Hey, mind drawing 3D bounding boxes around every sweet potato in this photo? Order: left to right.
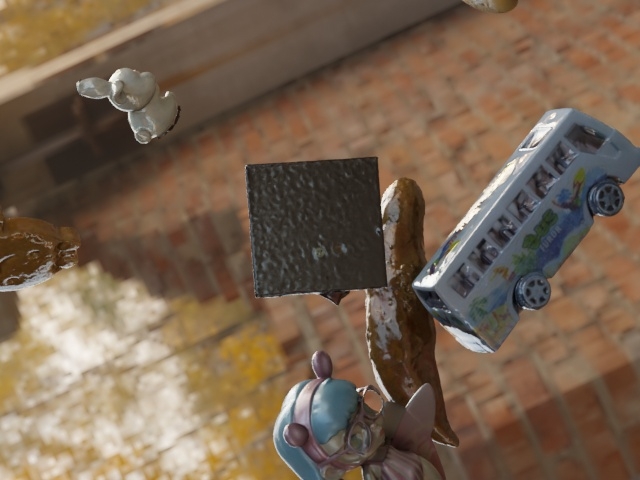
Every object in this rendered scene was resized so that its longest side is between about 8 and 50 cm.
[{"bbox_3d":[0.103,0.094,2.167,0.095,0.106,0.355,151,112,-70],"label":"sweet potato"}]

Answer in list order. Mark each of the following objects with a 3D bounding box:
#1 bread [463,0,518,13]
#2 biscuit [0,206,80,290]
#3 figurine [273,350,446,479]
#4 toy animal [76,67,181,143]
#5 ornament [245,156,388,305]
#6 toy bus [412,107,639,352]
[{"bbox_3d":[0.126,-0.226,1.380,0.115,0.056,0.082,33,-143,-80],"label":"bread"},{"bbox_3d":[-0.314,0.012,1.539,0.184,0.133,0.027,22,-136,-45],"label":"biscuit"},{"bbox_3d":[0.052,0.241,1.627,0.260,0.103,0.205,42,-127,-23],"label":"figurine"},{"bbox_3d":[-0.243,-0.185,2.198,0.071,0.085,0.124,11,151,37],"label":"toy animal"},{"bbox_3d":[0.000,0.000,2.002,0.196,0.153,0.166,62,-156,-84],"label":"ornament"},{"bbox_3d":[0.261,-0.019,2.123,0.136,0.330,0.109,42,167,-14],"label":"toy bus"}]
